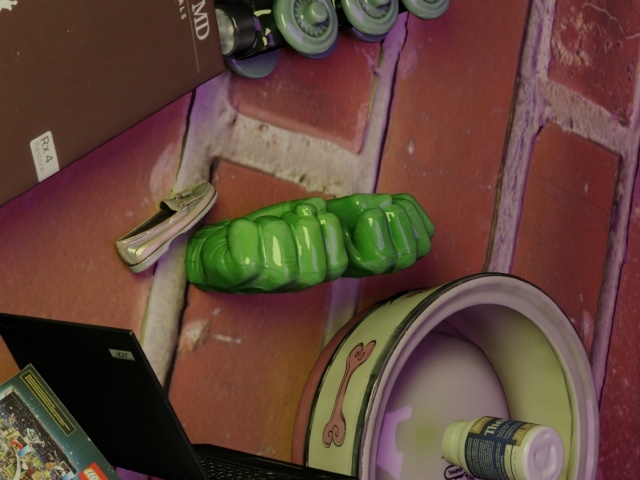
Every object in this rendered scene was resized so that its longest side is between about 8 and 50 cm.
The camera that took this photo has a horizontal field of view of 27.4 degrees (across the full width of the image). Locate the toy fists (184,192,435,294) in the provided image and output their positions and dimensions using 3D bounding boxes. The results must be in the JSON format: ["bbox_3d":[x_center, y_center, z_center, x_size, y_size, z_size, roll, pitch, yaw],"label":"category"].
[{"bbox_3d":[0.000,0.000,1.373,0.279,0.142,0.096,-7,96,-42],"label":"toy fists"}]

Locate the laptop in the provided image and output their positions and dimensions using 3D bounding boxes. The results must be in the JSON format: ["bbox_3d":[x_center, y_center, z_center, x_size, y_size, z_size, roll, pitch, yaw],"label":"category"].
[{"bbox_3d":[-0.132,0.146,1.196,0.264,0.234,0.136,7,87,-41],"label":"laptop"}]

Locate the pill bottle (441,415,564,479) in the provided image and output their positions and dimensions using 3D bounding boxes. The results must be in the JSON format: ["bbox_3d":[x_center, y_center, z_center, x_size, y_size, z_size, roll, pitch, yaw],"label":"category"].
[{"bbox_3d":[0.186,0.217,1.360,0.067,0.120,0.067,-1,92,-42],"label":"pill bottle"}]

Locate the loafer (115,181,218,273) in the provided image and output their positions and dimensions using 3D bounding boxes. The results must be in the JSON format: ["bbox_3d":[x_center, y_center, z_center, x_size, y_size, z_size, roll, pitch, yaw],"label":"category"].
[{"bbox_3d":[-0.152,-0.021,1.304,0.125,0.045,0.039,-48,114,-27],"label":"loafer"}]

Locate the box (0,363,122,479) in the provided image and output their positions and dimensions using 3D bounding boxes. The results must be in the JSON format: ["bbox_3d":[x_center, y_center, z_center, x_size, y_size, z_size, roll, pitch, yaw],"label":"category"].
[{"bbox_3d":[-0.249,0.247,1.152,0.159,0.044,0.233,-36,87,-37],"label":"box"}]

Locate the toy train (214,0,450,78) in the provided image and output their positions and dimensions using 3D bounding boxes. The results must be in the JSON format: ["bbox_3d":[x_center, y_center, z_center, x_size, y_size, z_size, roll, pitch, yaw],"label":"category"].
[{"bbox_3d":[0.000,-0.292,1.377,0.334,0.142,0.190,-24,97,-39],"label":"toy train"}]

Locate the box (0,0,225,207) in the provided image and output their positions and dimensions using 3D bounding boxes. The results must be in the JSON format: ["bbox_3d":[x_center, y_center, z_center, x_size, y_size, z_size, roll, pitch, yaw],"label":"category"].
[{"bbox_3d":[-0.265,-0.157,1.101,0.381,0.143,0.191,-39,137,-36],"label":"box"}]

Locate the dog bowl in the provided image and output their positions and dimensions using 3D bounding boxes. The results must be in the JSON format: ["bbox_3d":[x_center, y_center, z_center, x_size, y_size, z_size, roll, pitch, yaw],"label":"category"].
[{"bbox_3d":[0.139,0.236,1.501,0.408,0.150,0.407,-2,92,-43],"label":"dog bowl"}]
